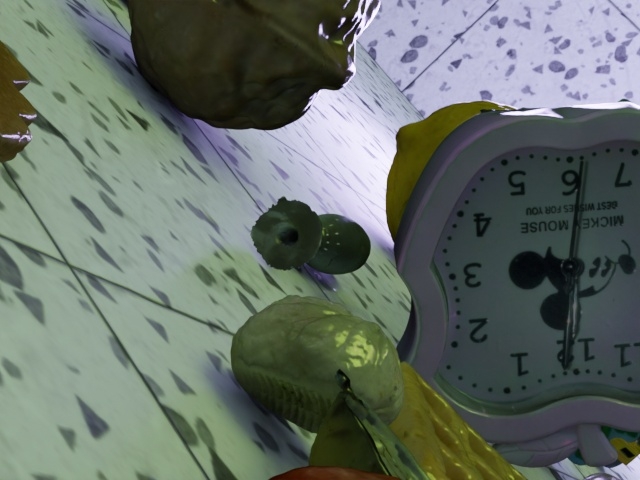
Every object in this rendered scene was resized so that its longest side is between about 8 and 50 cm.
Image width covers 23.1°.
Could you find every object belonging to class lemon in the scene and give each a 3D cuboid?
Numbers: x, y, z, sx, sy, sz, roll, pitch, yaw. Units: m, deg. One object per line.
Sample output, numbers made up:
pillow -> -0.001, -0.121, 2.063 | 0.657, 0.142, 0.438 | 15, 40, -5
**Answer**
lemon -> 0.205, -0.041, 1.928 | 0.267, 0.267, 0.267 | 45, 10, -10

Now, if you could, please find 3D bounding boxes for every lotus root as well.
lotus root -> 0.039, 0.175, 0.871 | 0.203, 0.078, 0.183 | 59, 3, 35

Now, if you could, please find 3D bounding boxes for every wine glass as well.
wine glass -> 0.000, 0.000, 1.419 | 0.066, 0.066, 0.198 | 49, 10, 14

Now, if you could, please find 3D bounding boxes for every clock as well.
clock -> 0.225, 0.038, 1.402 | 0.338, 0.338, 0.102 | 45, 8, -10

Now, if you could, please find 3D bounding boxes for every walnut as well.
walnut -> -0.063, -0.230, 1.509 | 0.227, 0.273, 0.273 | 14, 2, 15

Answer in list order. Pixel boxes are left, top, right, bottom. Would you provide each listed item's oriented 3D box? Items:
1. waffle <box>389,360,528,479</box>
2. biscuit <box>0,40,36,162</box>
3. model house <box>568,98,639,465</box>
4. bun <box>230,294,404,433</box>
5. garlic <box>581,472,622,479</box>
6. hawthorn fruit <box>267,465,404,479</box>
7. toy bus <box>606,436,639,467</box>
waffle -> 0.131, 0.214, 1.143 | 0.248, 0.055, 0.221 | 45, 10, -13
biscuit -> -0.241, -0.117, 0.954 | 0.212, 0.041, 0.239 | 45, 8, -44
model house -> 0.338, 0.093, 1.607 | 0.313, 0.358, 0.242 | 34, 10, -13
bun -> 0.001, 0.077, 0.993 | 0.115, 0.069, 0.115 | 23, -24, 11
garlic -> 0.308, 0.298, 1.413 | 0.217, 0.110, 0.228 | 53, 11, 16
hawthorn fruit -> -0.001, 0.156, 0.670 | 0.140, 0.125, 0.125 | 21, 13, -4
toy bus -> 0.352, 0.151, 2.028 | 0.145, 0.151, 0.331 | 46, 9, -16
